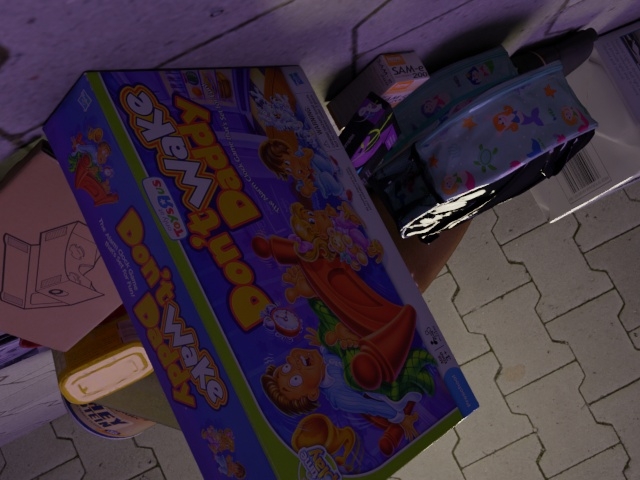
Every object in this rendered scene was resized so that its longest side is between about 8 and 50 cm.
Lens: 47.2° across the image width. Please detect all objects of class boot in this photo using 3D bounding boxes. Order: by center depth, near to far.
[{"bbox_3d":[0.316,-0.229,1.089,0.137,0.077,0.198,-29,175,-20],"label":"boot"}]

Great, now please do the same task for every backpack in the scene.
[{"bbox_3d":[0.199,-0.127,0.912,0.225,0.191,0.253,-25,180,-31],"label":"backpack"}]

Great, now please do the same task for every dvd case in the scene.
[{"bbox_3d":[-0.556,0.201,1.221,0.164,0.018,0.221,-23,171,-23],"label":"dvd case"}]

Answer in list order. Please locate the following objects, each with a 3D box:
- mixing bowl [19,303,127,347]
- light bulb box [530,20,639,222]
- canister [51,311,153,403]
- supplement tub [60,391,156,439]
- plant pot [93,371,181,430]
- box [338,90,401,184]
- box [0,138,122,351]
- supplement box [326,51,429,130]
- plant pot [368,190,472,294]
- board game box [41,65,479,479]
[{"bbox_3d":[-0.262,0.036,0.811,0.181,0.098,0.181,-27,172,-4],"label":"mixing bowl"},{"bbox_3d":[0.582,-0.238,1.318,0.361,0.225,0.358,-23,171,-16],"label":"light bulb box"},{"bbox_3d":[-0.286,0.113,0.938,0.126,0.170,0.073,-25,134,-10],"label":"canister"},{"bbox_3d":[-0.339,0.237,1.395,0.228,0.228,0.316,-19,169,-44],"label":"supplement tub"},{"bbox_3d":[-0.228,0.171,1.121,0.254,0.276,0.276,11,168,-2],"label":"plant pot"},{"bbox_3d":[0.025,-0.070,0.782,0.162,0.029,0.116,-53,167,3],"label":"box"},{"bbox_3d":[-0.235,0.017,0.648,0.201,0.021,0.164,-38,133,21],"label":"box"},{"bbox_3d":[0.062,-0.162,0.799,0.062,0.036,0.098,-20,170,-43],"label":"supplement box"},{"bbox_3d":[0.197,-0.037,1.484,0.254,0.237,0.237,-38,176,-17],"label":"plant pot"},{"bbox_3d":[-0.036,0.030,0.589,0.078,0.347,0.233,-34,170,40],"label":"board game box"}]
